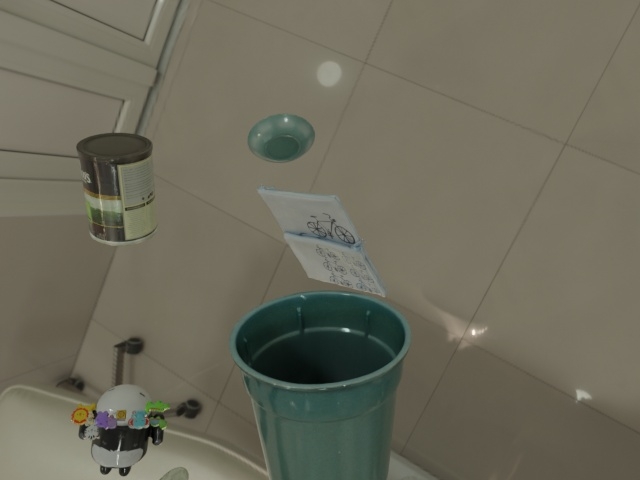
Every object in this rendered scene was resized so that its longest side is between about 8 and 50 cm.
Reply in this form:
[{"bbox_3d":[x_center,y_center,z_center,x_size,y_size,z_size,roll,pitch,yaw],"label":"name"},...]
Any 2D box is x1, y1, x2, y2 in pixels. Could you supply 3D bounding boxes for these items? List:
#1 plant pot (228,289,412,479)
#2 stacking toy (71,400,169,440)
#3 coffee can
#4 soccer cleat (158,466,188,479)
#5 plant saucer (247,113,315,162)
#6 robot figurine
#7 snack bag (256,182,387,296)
[{"bbox_3d":[0.009,0.324,1.035,0.341,0.341,0.334,4,112,19],"label":"plant pot"},{"bbox_3d":[-0.495,0.453,1.311,0.221,0.167,0.052,2,57,-15],"label":"stacking toy"},{"bbox_3d":[-0.588,-0.152,1.533,0.201,0.201,0.275,16,122,17],"label":"coffee can"},{"bbox_3d":[-0.393,0.620,1.256,0.068,0.196,0.076,42,134,15],"label":"soccer cleat"},{"bbox_3d":[-0.109,-0.274,1.479,0.195,0.195,0.037,-23,55,19],"label":"plant saucer"},{"bbox_3d":[-0.620,0.589,1.634,0.173,0.209,0.278,21,106,41],"label":"robot figurine"},{"bbox_3d":[0.000,0.000,1.396,0.323,0.037,0.343,12,140,46],"label":"snack bag"}]
